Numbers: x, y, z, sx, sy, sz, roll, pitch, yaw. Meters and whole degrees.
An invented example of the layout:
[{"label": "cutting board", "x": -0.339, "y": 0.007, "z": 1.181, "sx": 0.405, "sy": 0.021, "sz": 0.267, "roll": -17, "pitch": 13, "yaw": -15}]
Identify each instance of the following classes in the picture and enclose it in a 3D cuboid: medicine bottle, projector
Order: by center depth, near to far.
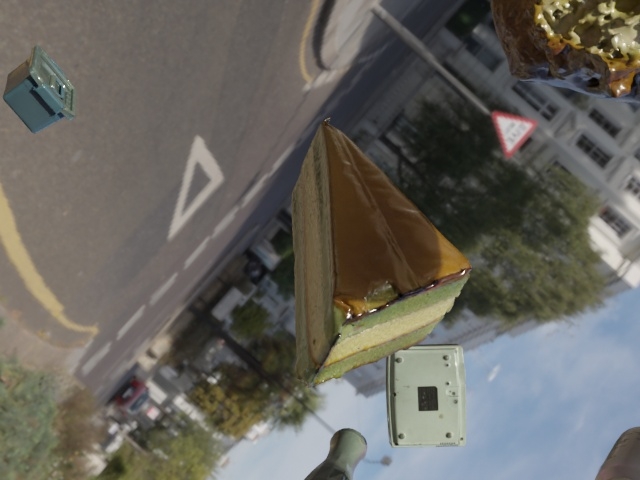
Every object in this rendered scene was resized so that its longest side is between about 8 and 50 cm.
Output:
[{"label": "medicine bottle", "x": 0.214, "y": 0.167, "z": 0.537, "sx": 0.089, "sy": 0.052, "sz": 0.052, "roll": -27, "pitch": 163, "yaw": -50}, {"label": "projector", "x": 0.155, "y": 0.228, "z": 1.171, "sx": 0.061, "sy": 0.115, "sz": 0.147, "roll": 101, "pitch": -12, "yaw": -85}]

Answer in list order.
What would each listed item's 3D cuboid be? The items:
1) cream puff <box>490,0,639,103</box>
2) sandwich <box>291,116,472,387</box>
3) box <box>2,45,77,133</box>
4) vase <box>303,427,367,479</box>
[{"label": "cream puff", "x": 0.324, "y": -0.223, "z": 0.842, "sx": 0.269, "sy": 0.241, "sz": 0.155, "roll": 34, "pitch": -65, "yaw": 57}, {"label": "sandwich", "x": 0.000, "y": 0.000, "z": 0.523, "sx": 0.113, "sy": 0.163, "sz": 0.079, "roll": -16, "pitch": 146, "yaw": -38}, {"label": "box", "x": -0.326, "y": -0.171, "z": 0.920, "sx": 0.054, "sy": 0.074, "sz": 0.099, "roll": -33, "pitch": -146, "yaw": 6}, {"label": "vase", "x": 0.014, "y": 0.340, "z": 1.100, "sx": 0.086, "sy": 0.086, "sz": 0.214, "roll": -49, "pitch": 179, "yaw": 25}]
